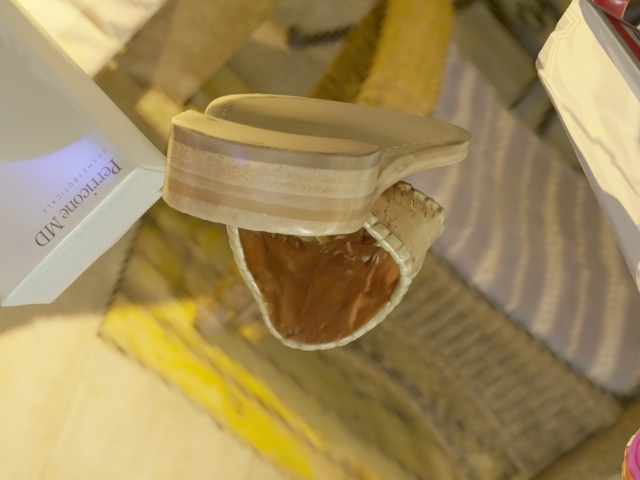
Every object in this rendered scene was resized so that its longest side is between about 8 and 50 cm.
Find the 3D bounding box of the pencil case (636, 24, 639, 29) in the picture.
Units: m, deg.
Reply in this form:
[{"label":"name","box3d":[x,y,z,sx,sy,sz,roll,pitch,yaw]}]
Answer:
[{"label":"pencil case","box3d":[0.313,-0.048,1.427,0.113,0.124,0.273,65,4,-65]}]

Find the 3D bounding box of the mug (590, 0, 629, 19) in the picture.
[{"label":"mug","box3d":[0.186,-0.148,0.914,0.169,0.113,0.150,-116,-169,-59]}]

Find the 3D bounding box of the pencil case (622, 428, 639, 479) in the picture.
[{"label":"pencil case","box3d":[0.234,0.222,1.196,0.104,0.236,0.104,-2,35,1]}]

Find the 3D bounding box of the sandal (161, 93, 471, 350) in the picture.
[{"label":"sandal","box3d":[-0.006,-0.001,0.622,0.088,0.079,0.240,11,8,9]}]

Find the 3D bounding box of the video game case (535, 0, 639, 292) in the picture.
[{"label":"video game case","box3d":[0.181,0.041,0.412,0.285,0.025,0.204,29,15,-7]}]

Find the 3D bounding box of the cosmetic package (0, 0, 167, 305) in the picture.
[{"label":"cosmetic package","box3d":[-0.336,-0.130,1.824,0.365,0.197,0.155,45,7,9]}]
